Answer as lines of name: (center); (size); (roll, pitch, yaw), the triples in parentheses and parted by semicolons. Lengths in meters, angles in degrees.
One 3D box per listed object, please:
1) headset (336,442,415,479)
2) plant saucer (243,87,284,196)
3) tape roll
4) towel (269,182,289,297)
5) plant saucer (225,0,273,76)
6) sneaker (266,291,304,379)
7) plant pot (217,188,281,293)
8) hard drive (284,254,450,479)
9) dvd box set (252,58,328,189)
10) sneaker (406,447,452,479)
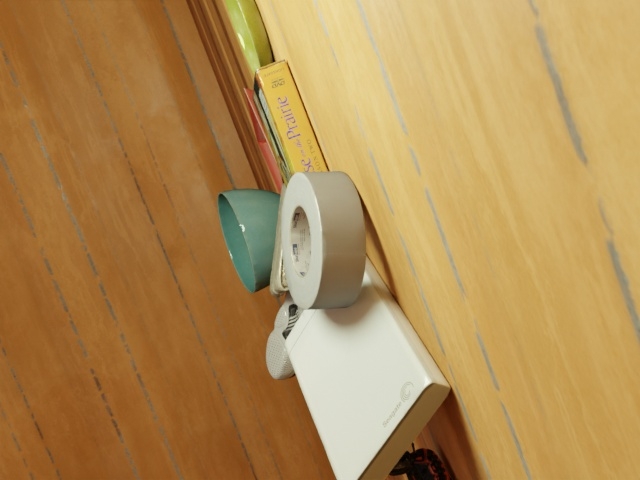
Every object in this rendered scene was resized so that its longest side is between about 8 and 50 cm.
headset: (0.063, 0.262, 1.386); (0.394, 0.185, 0.243); (-116, 7, -49)
plant saucer: (-0.114, -0.226, 1.941); (0.258, 0.047, 0.259); (81, 167, -65)
tape roll: (0.000, 0.000, 1.212); (0.219, 0.072, 0.219); (178, 90, -72)
towel: (-0.071, -0.015, 1.728); (0.187, 0.049, 0.282); (133, 144, -77)
plant saucer: (-0.143, -0.427, 1.524); (0.241, 0.037, 0.241); (159, 90, -84)
sneaker: (0.019, 0.182, 1.800); (0.366, 0.210, 0.137); (-66, 33, 30)
plant pot: (-0.146, -0.022, 2.121); (0.290, 0.195, 0.290); (161, 90, -74)
hard drive: (0.054, 0.194, 1.203); (0.047, 0.233, 0.353); (20, -157, -30)
dvd box set: (-0.029, -0.114, 1.488); (0.307, 0.062, 0.421); (-169, 58, -84)
sneaker: (0.218, 0.460, 1.293); (0.087, 0.083, 0.221); (51, -164, -57)
